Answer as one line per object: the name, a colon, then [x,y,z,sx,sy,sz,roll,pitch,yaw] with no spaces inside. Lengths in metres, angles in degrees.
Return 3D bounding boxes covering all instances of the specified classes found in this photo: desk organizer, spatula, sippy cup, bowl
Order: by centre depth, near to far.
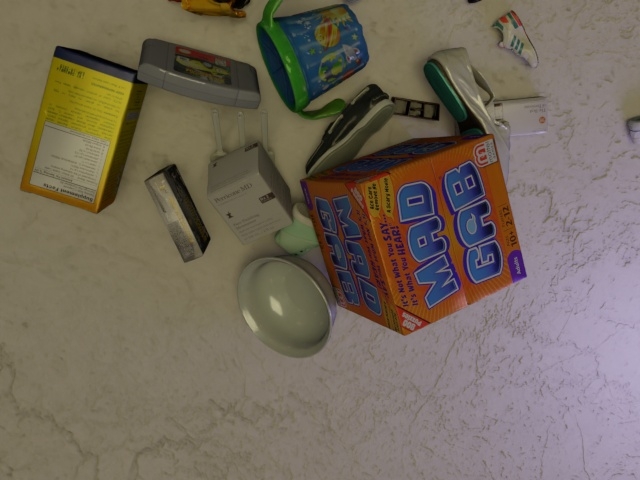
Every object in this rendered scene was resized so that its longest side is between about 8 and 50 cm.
sippy cup: [-0.011,-0.466,1.654,0.223,0.305,0.240,-26,75,-8]
spatula: [-0.202,-0.247,1.709,0.168,0.019,0.242,2,148,-1]
desk organizer: [0.252,-0.347,1.775,0.130,0.050,0.047,7,103,-5]
bowl: [-0.067,0.155,1.801,0.297,0.134,0.298,15,121,28]

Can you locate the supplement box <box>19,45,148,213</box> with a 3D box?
supplement box: [-0.579,-0.274,1.668,0.194,0.195,0.357,18,101,-7]

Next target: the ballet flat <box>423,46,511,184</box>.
ballet flat: [0.405,-0.309,1.702,0.139,0.139,0.401,-29,100,3]

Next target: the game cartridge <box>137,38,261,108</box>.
game cartridge: [-0.291,-0.403,1.631,0.294,0.196,0.060,11,128,-18]

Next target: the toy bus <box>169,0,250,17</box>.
toy bus: [-0.286,-0.656,1.637,0.211,0.149,0.221,2,101,12]

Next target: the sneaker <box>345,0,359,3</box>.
sneaker: [0.090,-0.724,1.656,0.094,0.091,0.258,-2,101,-3]

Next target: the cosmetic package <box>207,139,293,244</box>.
cosmetic package: [-0.178,-0.121,1.708,0.151,0.152,0.184,-24,130,13]

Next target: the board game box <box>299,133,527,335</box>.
board game box: [0.217,-0.034,1.640,0.356,0.356,0.357,-22,104,-19]

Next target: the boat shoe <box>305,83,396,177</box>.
boat shoe: [0.064,-0.278,1.760,0.302,0.114,0.091,-41,66,15]

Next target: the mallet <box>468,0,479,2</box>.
mallet: [0.459,-0.637,1.689,0.189,0.039,0.063,4,111,26]

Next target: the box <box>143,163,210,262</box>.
box: [-0.364,-0.074,1.733,0.056,0.183,0.231,-23,103,2]

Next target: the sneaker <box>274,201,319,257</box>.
sneaker: [0.000,-0.001,1.833,0.255,0.094,0.151,24,127,-24]

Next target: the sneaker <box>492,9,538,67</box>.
sneaker: [0.509,-0.514,1.757,0.075,0.057,0.161,-27,105,20]

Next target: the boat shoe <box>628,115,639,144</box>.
boat shoe: [0.950,-0.317,1.819,0.226,0.083,0.076,-11,116,11]

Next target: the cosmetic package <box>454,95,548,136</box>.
cosmetic package: [0.480,-0.324,1.789,0.238,0.060,0.099,-6,104,-2]
